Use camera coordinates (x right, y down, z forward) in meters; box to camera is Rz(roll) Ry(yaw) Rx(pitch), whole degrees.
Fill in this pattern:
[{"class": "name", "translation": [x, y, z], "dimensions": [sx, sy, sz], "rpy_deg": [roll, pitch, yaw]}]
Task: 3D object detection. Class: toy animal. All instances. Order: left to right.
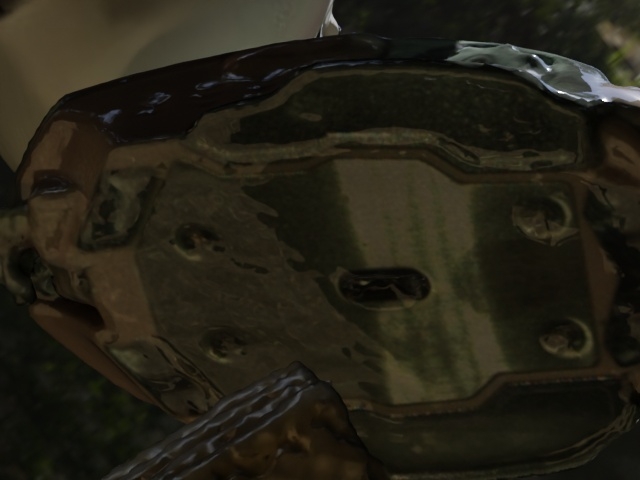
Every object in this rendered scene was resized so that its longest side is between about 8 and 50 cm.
[{"class": "toy animal", "translation": [-0.113, -0.154, 1.030], "dimensions": [0.251, 0.251, 0.309], "rpy_deg": [-10, -76, 32]}]

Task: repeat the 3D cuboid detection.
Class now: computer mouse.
[{"class": "computer mouse", "translation": [0.003, -0.003, 0.849], "dimensions": [0.389, 0.115, 0.199], "rpy_deg": [-1, -64, 19]}]

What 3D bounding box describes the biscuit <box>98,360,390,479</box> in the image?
[{"class": "biscuit", "translation": [0.047, 0.256, 0.751], "dimensions": [0.144, 0.078, 0.426], "rpy_deg": [-30, -76, -9]}]
